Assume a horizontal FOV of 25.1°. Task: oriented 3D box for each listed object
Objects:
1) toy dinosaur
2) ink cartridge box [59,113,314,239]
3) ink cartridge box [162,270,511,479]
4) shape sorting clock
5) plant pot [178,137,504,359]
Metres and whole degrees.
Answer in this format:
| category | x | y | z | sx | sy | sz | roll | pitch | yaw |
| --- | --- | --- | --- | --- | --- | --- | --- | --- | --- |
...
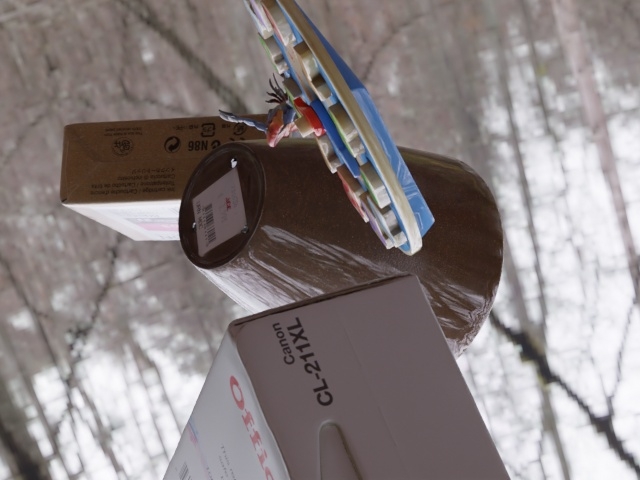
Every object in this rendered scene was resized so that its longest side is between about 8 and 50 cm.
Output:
| category | x | y | z | sx | sy | sz | roll | pitch | yaw |
| --- | --- | --- | --- | --- | --- | --- | --- | --- | --- |
| toy dinosaur | -0.022 | -0.088 | 1.001 | 0.047 | 0.090 | 0.082 | -48 | -149 | 31 |
| ink cartridge box | -0.117 | -0.059 | 1.452 | 0.235 | 0.088 | 0.193 | -2 | 168 | 16 |
| ink cartridge box | 0.005 | 0.109 | 0.522 | 0.072 | 0.127 | 0.175 | -15 | 158 | -22 |
| shape sorting clock | 0.003 | -0.079 | 0.884 | 0.040 | 0.206 | 0.206 | -34 | -159 | -1 |
| plant pot | 0.000 | 0.000 | 1.220 | 0.230 | 0.215 | 0.215 | 18 | 173 | -42 |
